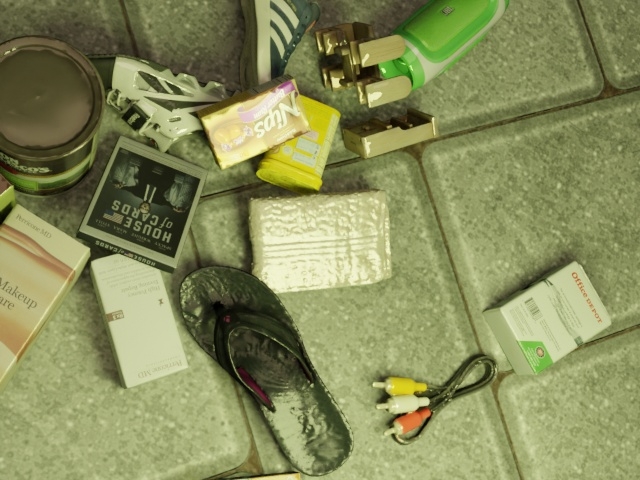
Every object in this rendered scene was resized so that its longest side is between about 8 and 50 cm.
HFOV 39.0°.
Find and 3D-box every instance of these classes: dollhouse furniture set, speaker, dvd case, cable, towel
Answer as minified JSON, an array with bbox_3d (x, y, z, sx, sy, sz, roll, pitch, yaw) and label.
[{"bbox_3d":[0.119,-0.304,1.749,0.161,0.212,0.242,-18,114,-17],"label":"dollhouse furniture set"},{"bbox_3d":[0.253,-0.434,1.854,0.296,0.131,0.131,-42,93,-19],"label":"speaker"},{"bbox_3d":[-0.314,-0.068,1.620,0.179,0.029,0.239,22,49,-12],"label":"dvd case"},{"bbox_3d":[0.232,0.308,1.740,0.287,0.072,0.140,-11,89,-18],"label":"cable"},{"bbox_3d":[0.000,0.000,1.718,0.282,0.049,0.187,-4,96,-16],"label":"towel"}]

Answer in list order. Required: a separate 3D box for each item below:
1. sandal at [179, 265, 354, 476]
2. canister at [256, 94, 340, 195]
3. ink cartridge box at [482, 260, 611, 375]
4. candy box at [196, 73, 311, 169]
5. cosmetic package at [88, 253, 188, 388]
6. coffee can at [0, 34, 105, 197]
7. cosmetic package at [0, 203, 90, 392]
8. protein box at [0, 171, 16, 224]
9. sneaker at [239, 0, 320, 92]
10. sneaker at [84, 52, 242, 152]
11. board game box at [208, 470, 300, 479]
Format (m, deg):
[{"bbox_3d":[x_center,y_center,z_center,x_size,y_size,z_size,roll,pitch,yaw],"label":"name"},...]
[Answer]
[{"bbox_3d":[-0.088,0.224,1.623,0.167,0.107,0.446,-38,90,-5],"label":"sandal"},{"bbox_3d":[-0.040,-0.187,1.750,0.126,0.073,0.170,21,74,-12],"label":"canister"},{"bbox_3d":[0.459,0.157,1.827,0.208,0.087,0.153,-28,88,-18],"label":"ink cartridge box"},{"bbox_3d":[-0.120,-0.218,1.654,0.186,0.053,0.109,-24,117,-10],"label":"candy box"},{"bbox_3d":[-0.324,0.136,1.601,0.117,0.085,0.231,-17,84,-19],"label":"cosmetic package"},{"bbox_3d":[-0.470,-0.197,1.517,0.201,0.275,0.202,3,79,-15],"label":"coffee can"},{"bbox_3d":[-0.531,0.107,1.521,0.153,0.129,0.296,31,73,-8],"label":"cosmetic package"},{"bbox_3d":[-0.625,-0.054,1.484,0.201,0.200,0.136,-44,94,-19],"label":"protein box"},{"bbox_3d":[-0.072,-0.396,1.752,0.148,0.131,0.350,2,83,-22],"label":"sneaker"},{"bbox_3d":[-0.310,-0.243,1.653,0.330,0.122,0.146,13,79,-17],"label":"sneaker"},{"bbox_3d":[-0.110,0.545,1.611,0.165,0.042,0.243,-1,80,-17],"label":"board game box"}]
